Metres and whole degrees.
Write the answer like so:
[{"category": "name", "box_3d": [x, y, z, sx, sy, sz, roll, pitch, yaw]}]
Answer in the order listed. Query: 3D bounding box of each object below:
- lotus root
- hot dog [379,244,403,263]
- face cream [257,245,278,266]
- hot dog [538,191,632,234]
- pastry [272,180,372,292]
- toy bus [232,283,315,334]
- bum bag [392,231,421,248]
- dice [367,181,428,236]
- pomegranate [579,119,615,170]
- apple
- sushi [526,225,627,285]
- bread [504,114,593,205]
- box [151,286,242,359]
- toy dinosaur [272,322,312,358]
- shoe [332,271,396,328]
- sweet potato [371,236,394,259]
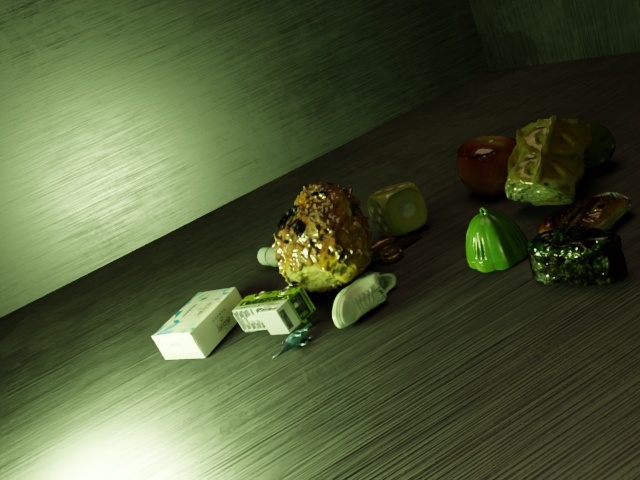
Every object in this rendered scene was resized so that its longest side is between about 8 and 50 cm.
[{"category": "lotus root", "box_3d": [0.494, -0.023, 1.529, 0.186, 0.186, 0.186, -22, 20, 8]}, {"category": "hot dog", "box_3d": [0.245, 0.047, 1.816, 0.083, 0.058, 0.035, -25, -20, -7]}, {"category": "face cream", "box_3d": [-0.131, 0.068, 2.153, 0.314, 0.089, 0.143, 2, 3, 44]}, {"category": "hot dog", "box_3d": [0.737, -0.062, 1.472, 0.270, 0.082, 0.162, -29, 22, -16]}, {"category": "pastry", "box_3d": [0.006, -0.016, 1.752, 0.405, 0.292, 0.337, -30, 47, 62]}, {"category": "toy bus", "box_3d": [-0.164, 0.233, 1.708, 0.301, 0.113, 0.139, -15, 20, 46]}, {"category": "bum bag", "box_3d": [0.281, 0.010, 1.911, 0.159, 0.026, 0.109, -26, 19, -20]}, {"category": "dice", "box_3d": [0.287, -0.117, 1.977, 0.166, 0.169, 0.169, -23, 12, -14]}, {"category": "pomegranate", "box_3d": [0.884, -0.301, 1.802, 0.224, 0.181, 0.181, -46, 11, 23]}, {"category": "apple", "box_3d": [0.640, -0.282, 1.974, 0.251, 0.206, 0.272, -19, 20, -18]}, {"category": "sushi", "box_3d": [0.624, 0.033, 1.294, 0.124, 0.127, 0.225, -37, 21, -31]}, {"category": "bread", "box_3d": [0.721, -0.248, 1.681, 0.238, 0.196, 0.252, -7, 64, 49]}, {"category": "box", "box_3d": [-0.423, 0.292, 1.867, 0.203, 0.116, 0.274, -10, 24, 34]}, {"category": "toy dinosaur", "box_3d": [-0.073, 0.295, 1.566, 0.080, 0.045, 0.197, -21, 10, 38]}, {"category": "shoe", "box_3d": [0.136, 0.167, 1.573, 0.110, 0.095, 0.265, -9, 22, 35]}, {"category": "sweet potato", "box_3d": [0.175, 0.046, 1.858, 0.202, 0.058, 0.055, -34, 36, 16]}]
